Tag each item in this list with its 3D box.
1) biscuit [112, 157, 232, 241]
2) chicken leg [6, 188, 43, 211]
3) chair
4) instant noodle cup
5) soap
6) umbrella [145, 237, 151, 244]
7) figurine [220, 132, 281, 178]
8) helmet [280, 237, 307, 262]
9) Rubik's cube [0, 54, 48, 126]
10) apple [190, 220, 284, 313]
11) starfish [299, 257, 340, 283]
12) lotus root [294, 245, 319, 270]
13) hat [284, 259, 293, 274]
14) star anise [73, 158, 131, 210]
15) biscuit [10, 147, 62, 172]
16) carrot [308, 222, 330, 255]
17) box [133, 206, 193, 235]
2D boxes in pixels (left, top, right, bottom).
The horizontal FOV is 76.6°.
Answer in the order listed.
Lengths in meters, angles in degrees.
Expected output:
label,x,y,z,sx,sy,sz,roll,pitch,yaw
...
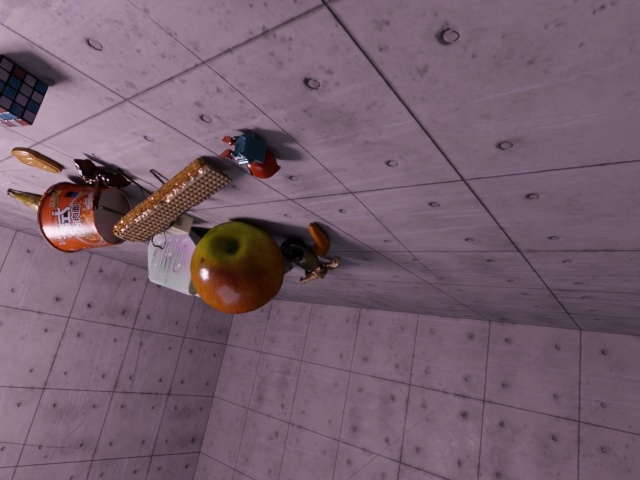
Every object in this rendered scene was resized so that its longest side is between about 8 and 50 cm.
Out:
label,x,y,z,sx,sy,sz,roll,pitch,yaw
biscuit,-0.404,-0.098,1.080,0.379,0.054,0.094,-30,150,23
chicken leg,-1.211,-0.166,1.687,0.178,0.070,0.093,21,169,-8
chair,-0.514,-0.092,1.292,0.171,0.159,0.325,4,158,19
instant noodle cup,-0.777,-0.082,1.378,0.193,0.250,0.250,-2,162,13
soap,-0.591,0.086,1.752,0.447,0.261,0.156,8,169,44
umbrella,-0.758,0.017,2.005,0.073,0.067,0.337,15,172,45
figurine,-0.141,-0.180,0.876,0.075,0.068,0.140,-2,166,31
helmet,-0.103,0.027,1.574,0.123,0.070,0.098,-27,131,33
Rubik's cube,-0.607,-0.282,0.777,0.093,0.092,0.092,4,163,24
apple,-0.299,0.092,1.482,0.340,0.338,0.339,10,165,3
starfish,0.001,0.134,1.808,0.238,0.216,0.071,-35,98,30
lotus root,-0.061,0.078,1.701,0.113,0.088,0.192,25,171,24
hat,-0.245,0.159,1.859,0.245,0.149,0.214,-25,-168,24
star anise,-0.660,-0.154,1.195,0.159,0.144,0.140,14,174,-14
biscuit,-0.874,-0.241,1.243,0.118,0.023,0.140,3,163,25
carrot,0.000,0.000,1.445,0.062,0.066,0.271,-32,163,-9
box,-0.642,-0.076,1.585,0.257,0.069,0.164,-3,159,41
